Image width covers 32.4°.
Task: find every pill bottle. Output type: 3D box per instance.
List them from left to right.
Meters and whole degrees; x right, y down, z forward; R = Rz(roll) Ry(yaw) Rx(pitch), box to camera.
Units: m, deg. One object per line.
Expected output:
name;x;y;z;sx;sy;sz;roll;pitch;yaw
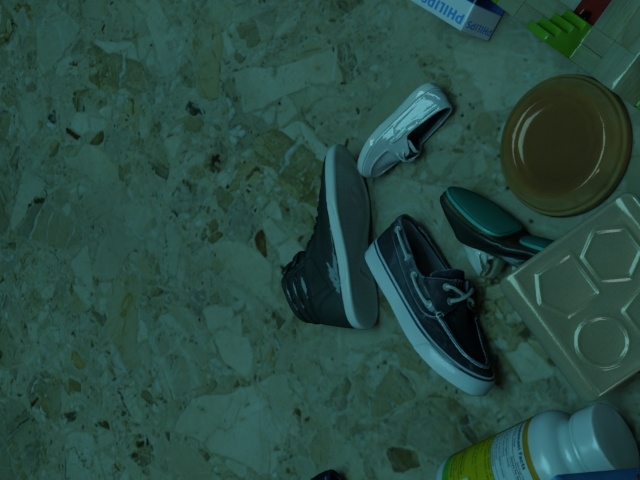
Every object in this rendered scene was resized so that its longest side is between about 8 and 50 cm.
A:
pill bottle;0.283;0.303;1.433;0.246;0.136;0.136;-34;63;34

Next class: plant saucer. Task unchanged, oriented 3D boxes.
plant saucer;0.328;-0.132;1.512;0.200;0.037;0.199;-7;80;41

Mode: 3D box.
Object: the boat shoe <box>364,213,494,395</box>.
boat shoe;0.173;0.085;1.587;0.102;0.108;0.301;-52;47;26

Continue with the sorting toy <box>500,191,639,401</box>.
sorting toy;0.364;0.072;1.395;0.208;0.038;0.193;-37;81;11

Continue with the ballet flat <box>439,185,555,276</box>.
ballet flat;0.263;0.020;1.519;0.280;0.095;0.096;33;119;39

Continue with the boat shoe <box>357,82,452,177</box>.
boat shoe;0.131;-0.155;1.681;0.184;0.066;0.063;-45;56;18

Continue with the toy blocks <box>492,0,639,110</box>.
toy blocks;0.395;-0.331;1.375;0.261;0.191;0.381;-55;36;16

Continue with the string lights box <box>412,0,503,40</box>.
string lights box;0.242;-0.439;1.599;0.133;0.077;0.259;40;111;36

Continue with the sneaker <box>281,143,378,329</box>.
sneaker;0.000;0.000;1.744;0.147;0.105;0.295;-10;82;36

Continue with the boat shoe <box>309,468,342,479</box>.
boat shoe;0.039;0.461;1.656;0.089;0.109;0.258;-48;58;23

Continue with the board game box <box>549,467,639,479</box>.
board game box;0.280;0.393;1.311;0.302;0.308;0.086;-49;54;26
